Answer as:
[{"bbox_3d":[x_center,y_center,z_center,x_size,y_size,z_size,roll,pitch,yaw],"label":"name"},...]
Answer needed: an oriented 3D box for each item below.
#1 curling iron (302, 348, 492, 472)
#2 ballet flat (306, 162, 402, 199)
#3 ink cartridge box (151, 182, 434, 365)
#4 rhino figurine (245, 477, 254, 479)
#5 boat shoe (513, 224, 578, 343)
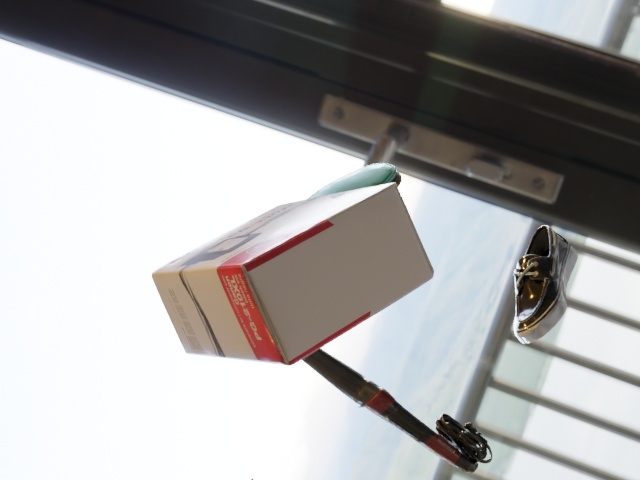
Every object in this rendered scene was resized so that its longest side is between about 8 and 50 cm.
[{"bbox_3d":[0.062,0.171,1.035,0.035,0.274,0.068,-64,-10,16],"label":"curling iron"},{"bbox_3d":[0.000,0.000,1.426,0.342,0.116,0.124,-33,-59,-37],"label":"ballet flat"},{"bbox_3d":[-0.036,0.033,0.906,0.172,0.100,0.237,-29,10,-27],"label":"ink cartridge box"},{"bbox_3d":[-0.096,0.409,1.271,0.106,0.073,0.243,-46,22,18],"label":"rhino figurine"},{"bbox_3d":[0.417,0.075,1.828,0.108,0.102,0.301,-30,17,42],"label":"boat shoe"}]
